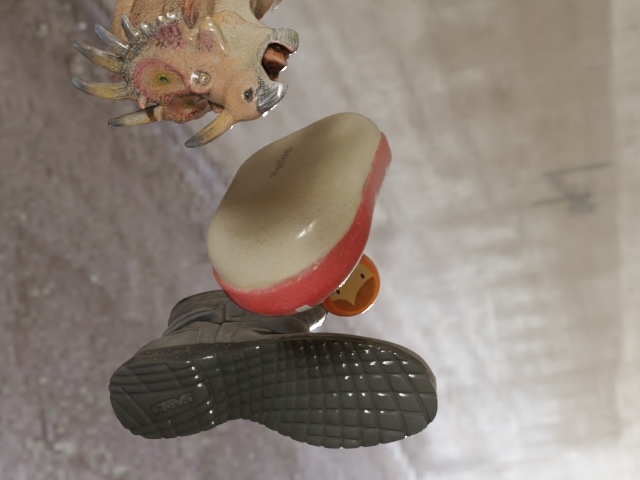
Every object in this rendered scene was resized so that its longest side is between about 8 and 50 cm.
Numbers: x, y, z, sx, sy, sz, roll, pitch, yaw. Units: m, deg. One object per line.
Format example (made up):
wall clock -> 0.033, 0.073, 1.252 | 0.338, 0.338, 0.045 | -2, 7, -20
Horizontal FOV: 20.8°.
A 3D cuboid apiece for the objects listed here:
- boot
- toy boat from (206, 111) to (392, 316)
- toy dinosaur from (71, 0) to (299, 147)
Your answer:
boot -> -0.027, 0.104, 1.742 | 0.222, 0.338, 0.118 | -51, 140, -62
toy boat -> 0.000, 0.000, 1.490 | 0.151, 0.151, 0.231 | 59, 22, -17
toy dinosaur -> -0.094, -0.136, 1.161 | 0.296, 0.127, 0.200 | 141, -32, -72
